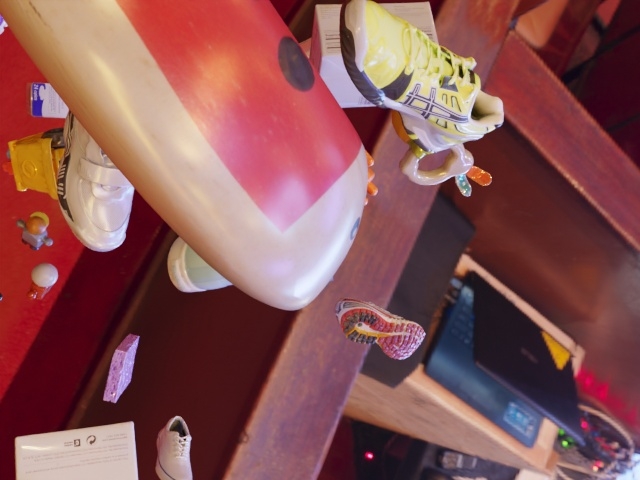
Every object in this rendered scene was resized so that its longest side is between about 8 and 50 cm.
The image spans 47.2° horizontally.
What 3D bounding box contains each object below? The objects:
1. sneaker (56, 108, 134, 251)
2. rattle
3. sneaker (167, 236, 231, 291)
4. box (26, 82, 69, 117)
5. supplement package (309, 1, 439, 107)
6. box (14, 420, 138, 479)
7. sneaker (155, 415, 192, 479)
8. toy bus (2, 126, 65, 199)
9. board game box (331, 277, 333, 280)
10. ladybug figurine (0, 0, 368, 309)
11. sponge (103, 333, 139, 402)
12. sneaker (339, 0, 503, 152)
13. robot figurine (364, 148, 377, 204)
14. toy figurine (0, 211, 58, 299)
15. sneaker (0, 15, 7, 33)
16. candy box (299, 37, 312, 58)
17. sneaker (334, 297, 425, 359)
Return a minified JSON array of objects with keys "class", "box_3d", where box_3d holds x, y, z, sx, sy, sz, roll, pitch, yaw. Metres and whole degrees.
[{"class":"sneaker","box_3d":[-0.365,-0.166,1.287,0.137,0.210,0.366,2,86,-36]},{"class":"rattle","box_3d":[0.238,-0.179,1.472,0.199,0.143,0.130,6,118,-32]},{"class":"sneaker","box_3d":[-0.107,-0.023,1.284,0.366,0.150,0.135,-56,135,-48]},{"class":"box","box_3d":[-0.560,-0.302,1.587,0.137,0.126,0.072,-2,102,-26]},{"class":"supplement package","box_3d":[0.115,-0.423,1.684,0.261,0.204,0.145,-3,67,-8]},{"class":"box","box_3d":[-0.386,0.394,1.168,0.181,0.119,0.182,-3,72,-21]},{"class":"sneaker","box_3d":[-0.387,0.559,1.948,0.094,0.258,0.091,19,103,-27]},{"class":"toy bus","box_3d":[-0.590,-0.185,1.636,0.220,0.211,0.149,-42,132,-59]},{"class":"board game box","box_3d":[0.000,0.000,2.095,0.035,0.136,0.201,-10,127,5]},{"class":"ladybug figurine","box_3d":[-0.106,-0.144,0.606,0.162,0.305,0.449,-36,113,4]},{"class":"sponge","box_3d":[-0.458,0.292,1.697,0.031,0.210,0.117,12,91,-6]},{"class":"sneaker","box_3d":[0.161,-0.266,1.136,0.384,0.147,0.145,25,61,-52]},{"class":"robot figurine","box_3d":[0.071,-0.197,2.168,0.219,0.158,0.128,45,41,2]},{"class":"toy figurine","box_3d":[-0.750,0.042,1.771,0.213,0.148,0.210,-3,70,-27]},{"class":"sneaker","box_3d":[-0.459,-0.352,1.032,0.068,0.071,0.170,37,74,-7]},{"class":"candy box","box_3d":[0.044,-0.554,2.076,0.088,0.183,0.316,63,16,-11]},{"class":"sneaker","box_3d":[0.123,0.169,1.488,0.225,0.093,0.088,28,103,-33]}]
